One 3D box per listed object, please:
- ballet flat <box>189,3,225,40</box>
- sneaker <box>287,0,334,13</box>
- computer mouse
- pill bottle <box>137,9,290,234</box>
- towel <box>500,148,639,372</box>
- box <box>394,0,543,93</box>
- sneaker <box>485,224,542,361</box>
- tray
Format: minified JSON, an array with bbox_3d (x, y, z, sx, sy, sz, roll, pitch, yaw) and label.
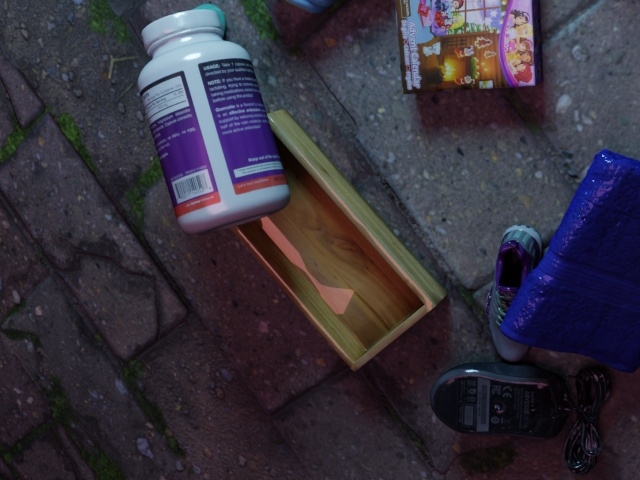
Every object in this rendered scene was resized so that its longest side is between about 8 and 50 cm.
[{"bbox_3d":[-0.227,-0.282,1.434,0.083,0.087,0.247,26,117,18],"label":"ballet flat"},{"bbox_3d":[-0.057,-0.484,1.258,0.208,0.127,0.319,-35,87,30],"label":"sneaker"},{"bbox_3d":[0.314,0.261,1.345,0.272,0.072,0.188,8,110,14],"label":"computer mouse"},{"bbox_3d":[-0.172,-0.181,1.304,0.182,0.181,0.322,-16,90,31],"label":"pill bottle"},{"bbox_3d":[0.413,0.032,1.180,0.228,0.076,0.308,16,117,-13],"label":"towel"},{"bbox_3d":[0.206,-0.362,1.197,0.201,0.057,0.293,1,106,27],"label":"box"},{"bbox_3d":[0.284,0.092,1.281,0.083,0.098,0.223,7,109,26],"label":"sneaker"},{"bbox_3d":[0.000,0.000,1.417,0.411,0.076,0.203,49,121,5],"label":"tray"}]
